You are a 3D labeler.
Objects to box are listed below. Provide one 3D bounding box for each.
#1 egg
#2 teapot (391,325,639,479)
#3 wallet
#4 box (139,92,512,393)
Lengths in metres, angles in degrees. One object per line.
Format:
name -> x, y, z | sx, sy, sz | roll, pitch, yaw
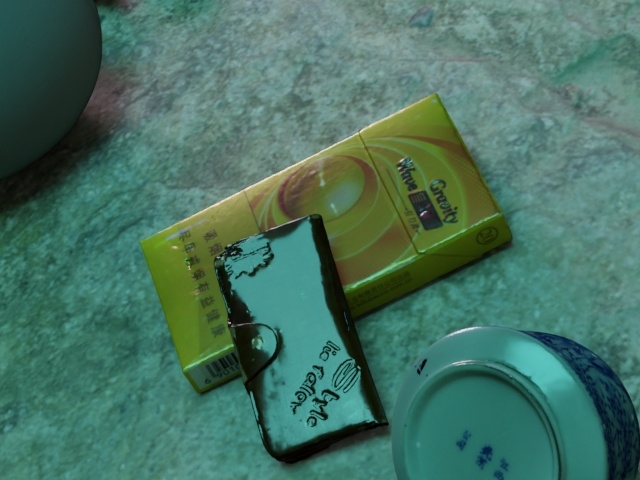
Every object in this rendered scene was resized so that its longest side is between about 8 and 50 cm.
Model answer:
egg -> -0.298, -0.144, 1.585 | 0.232, 0.176, 0.176 | -47, 47, -12
teapot -> 0.144, 0.129, 1.156 | 0.159, 0.159, 0.232 | -43, 59, -15
wallet -> -0.018, 0.070, 1.316 | 0.095, 0.026, 0.176 | -21, 64, 8
box -> 0.000, 0.000, 1.399 | 0.269, 0.043, 0.152 | -25, 48, 3
